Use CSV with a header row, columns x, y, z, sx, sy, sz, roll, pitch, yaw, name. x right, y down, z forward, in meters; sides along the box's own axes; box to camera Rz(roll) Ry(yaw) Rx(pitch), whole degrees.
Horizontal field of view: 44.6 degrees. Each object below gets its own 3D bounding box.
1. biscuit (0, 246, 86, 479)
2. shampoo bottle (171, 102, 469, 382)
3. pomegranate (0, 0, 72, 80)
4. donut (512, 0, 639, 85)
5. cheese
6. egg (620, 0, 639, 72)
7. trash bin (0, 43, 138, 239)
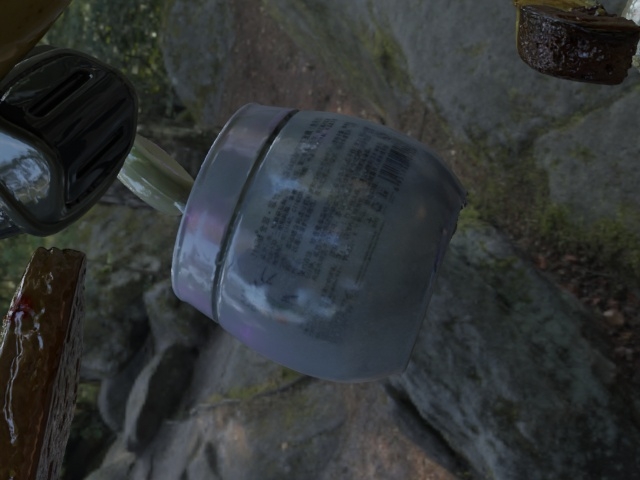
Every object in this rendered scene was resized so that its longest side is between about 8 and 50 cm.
x,y,z,sx,sy,sz,roll,pitch,yaw,name
-0.218,0.168,0.571,0.262,0.052,0.276,114,160,-56,biscuit
0.000,0.000,0.827,0.273,0.267,0.272,21,-90,-81,shampoo bottle
-0.370,-0.264,0.603,0.410,0.410,0.409,-175,90,-65,pomegranate
0.323,-0.270,1.027,0.217,0.141,0.085,-85,-2,-60,donut
-0.217,-0.071,1.124,0.227,0.137,0.064,41,98,21,cheese
0.626,-0.377,1.316,0.245,0.203,0.203,-36,47,23,egg
-0.360,-0.098,0.895,0.291,0.182,0.209,-15,30,30,trash bin
